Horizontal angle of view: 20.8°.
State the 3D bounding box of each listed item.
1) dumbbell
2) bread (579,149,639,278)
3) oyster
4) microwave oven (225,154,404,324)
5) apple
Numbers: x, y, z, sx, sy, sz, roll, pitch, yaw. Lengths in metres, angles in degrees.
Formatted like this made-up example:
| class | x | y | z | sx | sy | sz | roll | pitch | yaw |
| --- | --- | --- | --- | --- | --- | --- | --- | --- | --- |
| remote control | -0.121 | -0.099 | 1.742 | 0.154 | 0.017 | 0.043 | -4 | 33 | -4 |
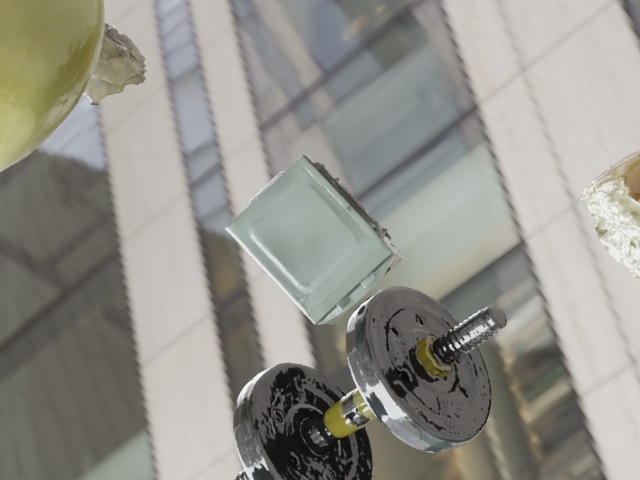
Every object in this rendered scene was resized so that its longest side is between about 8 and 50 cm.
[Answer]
| class | x | y | z | sx | sy | sz | roll | pitch | yaw |
| --- | --- | --- | --- | --- | --- | --- | --- | --- | --- |
| dumbbell | 0.034 | 0.138 | 1.455 | 0.143 | 0.325 | 0.143 | 29 | -138 | -30 |
| bread | 0.414 | 0.023 | 1.643 | 0.314 | 0.192 | 0.171 | 56 | 167 | 10 |
| oyster | -0.302 | -0.241 | 1.974 | 0.232 | 0.107 | 0.161 | 17 | -165 | -13 |
| microwave oven | 0.000 | 0.000 | 1.905 | 0.162 | 0.122 | 0.208 | 48 | -178 | 6 |
| apple | -0.233 | -0.140 | 1.141 | 0.200 | 0.200 | 0.200 | 37 | -149 | -27 |
